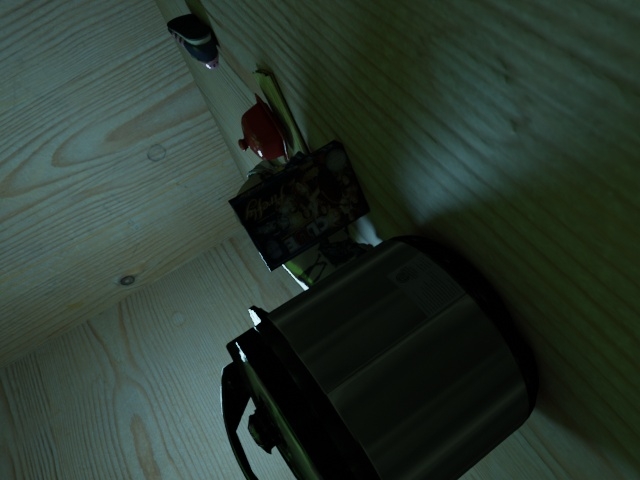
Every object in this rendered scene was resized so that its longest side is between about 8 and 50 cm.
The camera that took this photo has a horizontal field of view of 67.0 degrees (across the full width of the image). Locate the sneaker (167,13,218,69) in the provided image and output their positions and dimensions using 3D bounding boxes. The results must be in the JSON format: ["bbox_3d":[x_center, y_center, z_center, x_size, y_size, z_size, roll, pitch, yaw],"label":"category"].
[{"bbox_3d":[-0.436,-0.678,1.654,0.319,0.112,0.131,53,167,44],"label":"sneaker"}]

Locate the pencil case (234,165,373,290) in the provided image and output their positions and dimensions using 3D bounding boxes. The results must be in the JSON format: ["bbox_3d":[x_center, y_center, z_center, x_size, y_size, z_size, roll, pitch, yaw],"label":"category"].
[{"bbox_3d":[-0.040,-0.013,1.156,0.410,0.183,0.160,42,169,26],"label":"pencil case"}]

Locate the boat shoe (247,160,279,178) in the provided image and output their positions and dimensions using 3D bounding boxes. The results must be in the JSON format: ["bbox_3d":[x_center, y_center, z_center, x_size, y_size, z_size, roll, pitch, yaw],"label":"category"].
[{"bbox_3d":[-0.200,-0.230,1.874,0.320,0.103,0.118,46,165,56],"label":"boat shoe"}]

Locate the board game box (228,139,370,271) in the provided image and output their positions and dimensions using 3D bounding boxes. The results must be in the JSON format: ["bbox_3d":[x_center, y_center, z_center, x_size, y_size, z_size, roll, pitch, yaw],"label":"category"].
[{"bbox_3d":[-0.036,-0.068,0.966,0.165,0.243,0.042,63,170,-29],"label":"board game box"}]

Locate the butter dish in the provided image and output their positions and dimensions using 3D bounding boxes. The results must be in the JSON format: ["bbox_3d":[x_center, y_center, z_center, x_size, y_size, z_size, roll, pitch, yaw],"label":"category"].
[{"bbox_3d":[-0.166,-0.282,1.304,0.160,0.118,0.160,58,174,15],"label":"butter dish"}]

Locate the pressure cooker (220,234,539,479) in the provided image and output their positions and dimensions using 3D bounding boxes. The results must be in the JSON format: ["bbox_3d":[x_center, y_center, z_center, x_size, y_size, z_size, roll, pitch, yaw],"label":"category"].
[{"bbox_3d":[0.059,0.229,0.757,0.375,0.421,0.370,62,163,-12],"label":"pressure cooker"}]

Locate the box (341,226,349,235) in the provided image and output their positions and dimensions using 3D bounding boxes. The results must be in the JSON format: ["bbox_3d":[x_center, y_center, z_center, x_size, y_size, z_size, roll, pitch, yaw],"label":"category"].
[{"bbox_3d":[0.000,0.000,1.340,0.077,0.147,0.180,54,171,30],"label":"box"}]

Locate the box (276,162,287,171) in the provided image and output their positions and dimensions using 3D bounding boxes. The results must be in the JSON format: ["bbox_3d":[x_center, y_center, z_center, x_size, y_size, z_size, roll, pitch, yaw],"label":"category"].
[{"bbox_3d":[-0.129,-0.197,1.562,0.043,0.105,0.179,65,171,-31],"label":"box"}]

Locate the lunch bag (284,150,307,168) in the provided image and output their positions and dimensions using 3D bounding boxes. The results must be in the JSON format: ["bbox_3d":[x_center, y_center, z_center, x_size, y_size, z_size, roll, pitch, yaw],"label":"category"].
[{"bbox_3d":[-0.040,-0.176,1.209,0.098,0.065,0.067,40,166,9],"label":"lunch bag"}]

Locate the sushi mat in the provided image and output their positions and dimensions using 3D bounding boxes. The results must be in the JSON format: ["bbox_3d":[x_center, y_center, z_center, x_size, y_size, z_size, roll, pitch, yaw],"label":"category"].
[{"bbox_3d":[-0.085,-0.292,1.260,0.316,0.019,0.151,63,172,-28],"label":"sushi mat"}]
